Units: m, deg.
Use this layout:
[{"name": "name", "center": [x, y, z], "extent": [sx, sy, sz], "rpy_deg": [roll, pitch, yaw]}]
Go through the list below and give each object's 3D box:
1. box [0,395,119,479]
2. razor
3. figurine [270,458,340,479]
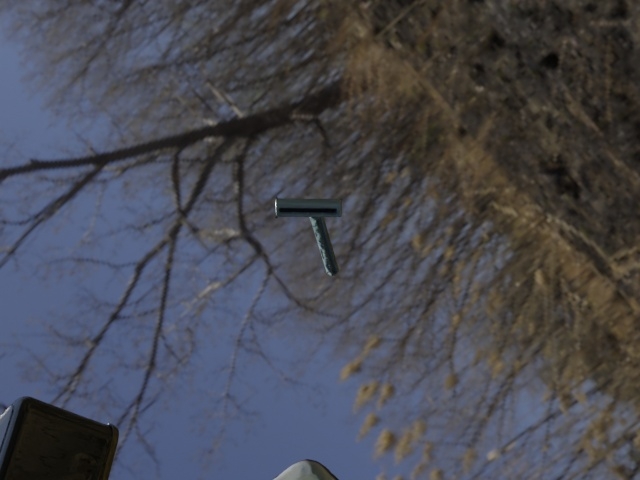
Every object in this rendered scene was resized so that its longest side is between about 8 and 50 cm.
[{"name": "box", "center": [-0.262, 0.230, 0.818], "extent": [0.090, 0.201, 0.144], "rpy_deg": [29, -135, -24]}, {"name": "razor", "center": [0.001, -0.006, 1.293], "extent": [0.211, 0.084, 0.035], "rpy_deg": [68, -154, -64]}, {"name": "figurine", "center": [-0.093, 0.332, 0.855], "extent": [0.231, 0.323, 0.340], "rpy_deg": [33, -163, 24]}]
